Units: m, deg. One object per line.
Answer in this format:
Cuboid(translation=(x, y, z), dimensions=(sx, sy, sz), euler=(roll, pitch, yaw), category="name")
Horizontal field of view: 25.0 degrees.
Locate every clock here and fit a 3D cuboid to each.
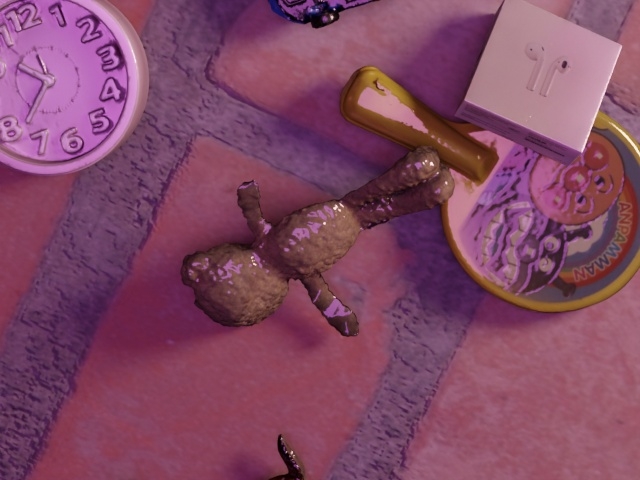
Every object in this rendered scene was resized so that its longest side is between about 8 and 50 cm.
Cuboid(translation=(-0.281, -0.168, 1.501), dimensions=(0.197, 0.068, 0.196), euler=(0, 99, 2), category="clock")

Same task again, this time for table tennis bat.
Cuboid(translation=(0.186, -0.070, 1.510), dimensions=(0.369, 0.054, 0.224), euler=(32, 95, -7), category="table tennis bat")

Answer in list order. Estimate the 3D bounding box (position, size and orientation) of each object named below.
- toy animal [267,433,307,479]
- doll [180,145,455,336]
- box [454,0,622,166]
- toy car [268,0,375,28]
Cuboid(translation=(-0.104, 0.326, 1.584), dimensions=(0.243, 0.087, 0.260), euler=(-42, 94, -6), category="toy animal")
Cuboid(translation=(-0.012, -0.008, 1.487), dimensions=(0.203, 0.091, 0.286), euler=(18, 128, -27), category="doll")
Cuboid(translation=(0.221, -0.162, 1.469), dimensions=(0.130, 0.051, 0.129), euler=(24, 72, -3), category="box")
Cuboid(translation=(0.045, -0.287, 1.473), dimensions=(0.216, 0.063, 0.103), euler=(-17, 98, 10), category="toy car")
